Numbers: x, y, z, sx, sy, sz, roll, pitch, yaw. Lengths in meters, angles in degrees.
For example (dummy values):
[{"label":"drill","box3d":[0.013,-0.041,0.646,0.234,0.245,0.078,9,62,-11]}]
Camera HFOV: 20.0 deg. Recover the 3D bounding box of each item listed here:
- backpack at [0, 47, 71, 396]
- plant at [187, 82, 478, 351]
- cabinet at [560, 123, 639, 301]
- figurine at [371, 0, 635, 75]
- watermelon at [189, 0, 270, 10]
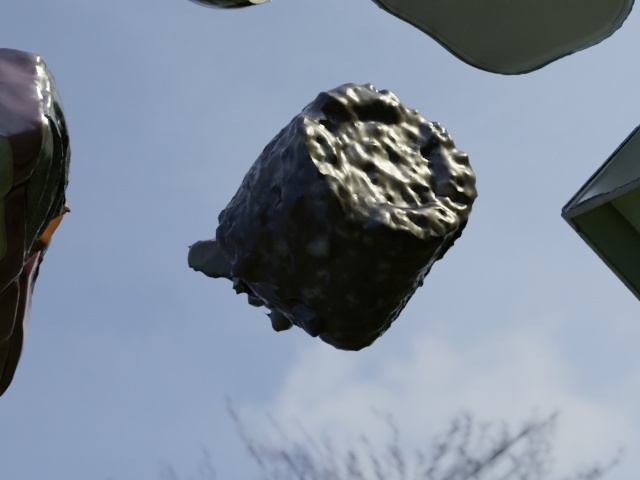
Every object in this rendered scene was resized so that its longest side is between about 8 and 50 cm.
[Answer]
[{"label":"backpack","box3d":[-0.327,0.002,1.335,0.283,0.197,0.317,1,-46,-8]},{"label":"plant","box3d":[0.000,0.000,1.872,0.312,0.215,0.213,-46,9,41]},{"label":"cabinet","box3d":[0.276,-0.045,1.034,0.206,0.150,0.145,-46,6,-20]},{"label":"figurine","box3d":[0.115,-0.222,1.474,0.250,0.141,0.166,18,-91,-22]},{"label":"watermelon","box3d":[-0.107,-0.237,1.445,0.069,0.087,0.163,-20,-67,20]}]
